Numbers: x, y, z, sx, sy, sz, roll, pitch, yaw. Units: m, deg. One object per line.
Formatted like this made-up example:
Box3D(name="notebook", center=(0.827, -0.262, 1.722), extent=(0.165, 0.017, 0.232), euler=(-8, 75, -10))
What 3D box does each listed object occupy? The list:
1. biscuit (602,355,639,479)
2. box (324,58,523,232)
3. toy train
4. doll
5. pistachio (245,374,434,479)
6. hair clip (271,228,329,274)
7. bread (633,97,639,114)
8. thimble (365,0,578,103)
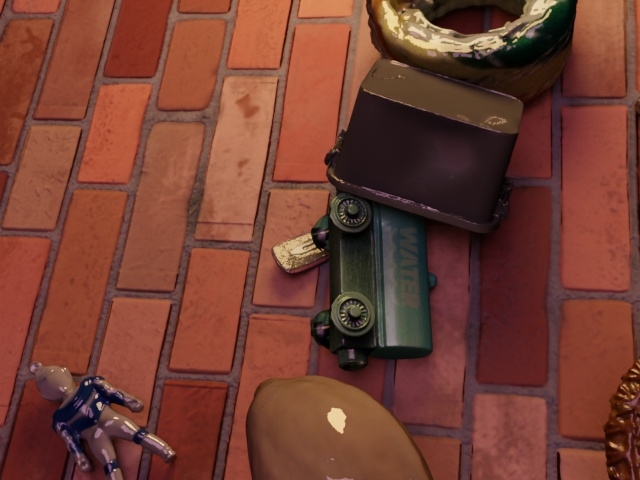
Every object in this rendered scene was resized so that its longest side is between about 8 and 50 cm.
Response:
Box3D(name="biscuit", center=(0.436, 0.210, 0.835), extent=(0.306, 0.038, 0.305), euler=(-6, 70, 15))
Box3D(name="box", center=(0.138, -0.127, 1.076), extent=(0.244, 0.135, 0.163), euler=(18, 35, 8))
Box3D(name="toy train", center=(0.072, 0.045, 1.081), extent=(0.159, 0.101, 0.248), euler=(6, 69, -12))
Box3D(name="doll", center=(-0.289, 0.226, 1.089), extent=(0.227, 0.057, 0.114), euler=(41, 85, 14))
Box3D(name="pistachio", center=(0.022, 0.280, 0.937), extent=(0.331, 0.208, 0.226), euler=(56, 128, 32))
Box3D(name="hair clip", center=(0.000, 0.001, 1.153), extent=(0.137, 0.022, 0.054), euler=(-29, 64, -12))
Box3D(name="bread", center=(0.494, -0.154, 1.130), extent=(0.068, 0.028, 0.153), euler=(-39, 66, -8))
Box3D(name="thimble", center=(0.205, -0.308, 1.175), extent=(0.288, 0.167, 0.254), euler=(1, 66, 10))
